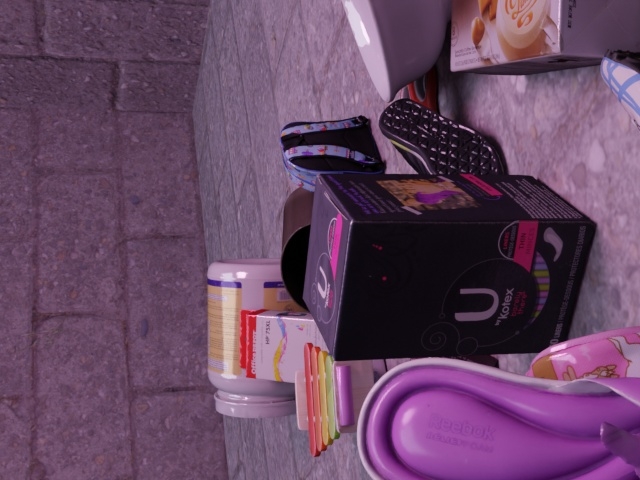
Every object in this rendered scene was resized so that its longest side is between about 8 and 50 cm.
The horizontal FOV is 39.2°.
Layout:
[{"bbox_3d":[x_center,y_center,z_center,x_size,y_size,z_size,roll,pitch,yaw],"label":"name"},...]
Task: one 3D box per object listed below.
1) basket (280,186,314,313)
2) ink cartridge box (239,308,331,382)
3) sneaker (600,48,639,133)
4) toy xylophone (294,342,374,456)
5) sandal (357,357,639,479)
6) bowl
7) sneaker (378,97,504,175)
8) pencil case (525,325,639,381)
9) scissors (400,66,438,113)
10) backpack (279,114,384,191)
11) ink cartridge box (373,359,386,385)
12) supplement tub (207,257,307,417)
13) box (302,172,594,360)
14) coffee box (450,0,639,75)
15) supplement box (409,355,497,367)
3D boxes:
[{"bbox_3d":[0.000,0.000,1.669,0.227,0.154,0.204,-99,-8,-60],"label":"basket"},{"bbox_3d":[-0.074,0.213,1.817,0.078,0.231,0.134,-11,-77,-69],"label":"ink cartridge box"},{"bbox_3d":[0.294,-0.093,0.746,0.237,0.085,0.086,-110,29,-53],"label":"sneaker"},{"bbox_3d":[0.025,0.242,1.558,0.323,0.081,0.236,124,143,-67],"label":"toy xylophone"},{"bbox_3d":[0.199,0.163,0.624,0.416,0.102,0.169,-2,72,32],"label":"sandal"},{"bbox_3d":[0.104,-0.351,1.242,0.298,0.134,0.298,-21,-90,-89],"label":"bowl"},{"bbox_3d":[0.171,-0.112,1.208,0.235,0.084,0.097,49,179,41],"label":"sneaker"},{"bbox_3d":[0.273,0.264,0.697,0.167,0.160,0.386,119,146,-59],"label":"pencil case"},{"bbox_3d":[0.169,-0.139,1.319,0.109,0.021,0.297,120,145,-51],"label":"scissors"},{"bbox_3d":[0.010,-0.141,1.602,0.117,0.173,0.158,105,157,-44],"label":"backpack"},{"bbox_3d":[0.082,0.241,1.591,0.097,0.046,0.207,112,153,-57],"label":"ink cartridge box"},{"bbox_3d":[-0.134,0.211,2.008,0.241,0.241,0.331,-169,80,-74],"label":"supplement tub"},{"bbox_3d":[0.132,0.025,0.986,0.143,0.270,0.165,-120,33,-61],"label":"box"},{"bbox_3d":[0.230,-0.252,0.941,0.246,0.098,0.141,-156,66,-73],"label":"coffee box"},{"bbox_3d":[0.148,0.227,1.169,0.104,0.081,0.188,151,141,-73],"label":"supplement box"}]
